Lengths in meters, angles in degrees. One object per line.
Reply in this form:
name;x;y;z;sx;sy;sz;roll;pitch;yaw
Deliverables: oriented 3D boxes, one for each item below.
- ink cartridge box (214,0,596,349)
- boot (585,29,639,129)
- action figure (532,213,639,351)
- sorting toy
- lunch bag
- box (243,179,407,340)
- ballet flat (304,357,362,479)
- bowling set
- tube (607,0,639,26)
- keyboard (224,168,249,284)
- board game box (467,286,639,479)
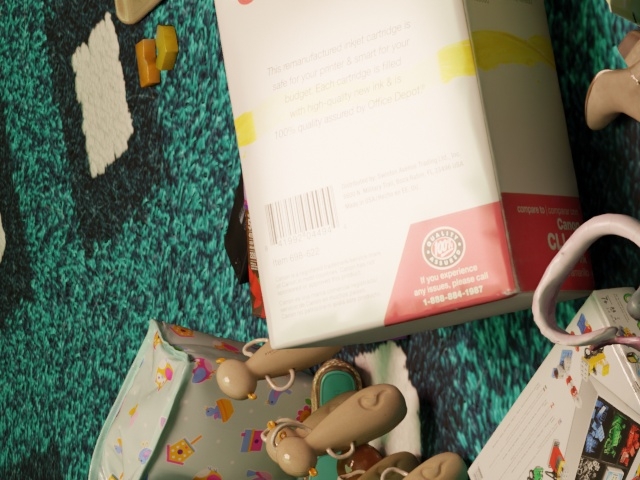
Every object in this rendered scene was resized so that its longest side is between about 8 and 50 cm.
ink cartridge box;0.074;-0.111;1.798;0.279;0.160;0.384;-15;81;36
boot;0.271;-0.118;1.640;0.087;0.042;0.118;58;144;38
action figure;0.344;0.109;1.310;0.370;0.276;0.248;-103;30;-45
sorting toy;-0.239;-0.373;2.609;0.229;0.041;0.307;-20;77;63
lunch bag;-0.135;0.249;2.253;0.160;0.223;0.262;37;107;55
box;0.000;0.000;2.185;0.293;0.057;0.201;8;102;63
ballet flat;0.019;0.228;2.204;0.067;0.073;0.206;-89;5;-73
bowling set;0.018;0.240;2.062;0.287;0.154;0.200;47;153;33
tube;0.238;-0.291;1.633;0.062;0.070;0.240;125;135;-67
keyboard;-0.082;-0.029;2.386;0.108;0.023;0.180;-115;31;-46
board game box;0.240;0.209;1.751;0.193;0.053;0.305;68;149;31
